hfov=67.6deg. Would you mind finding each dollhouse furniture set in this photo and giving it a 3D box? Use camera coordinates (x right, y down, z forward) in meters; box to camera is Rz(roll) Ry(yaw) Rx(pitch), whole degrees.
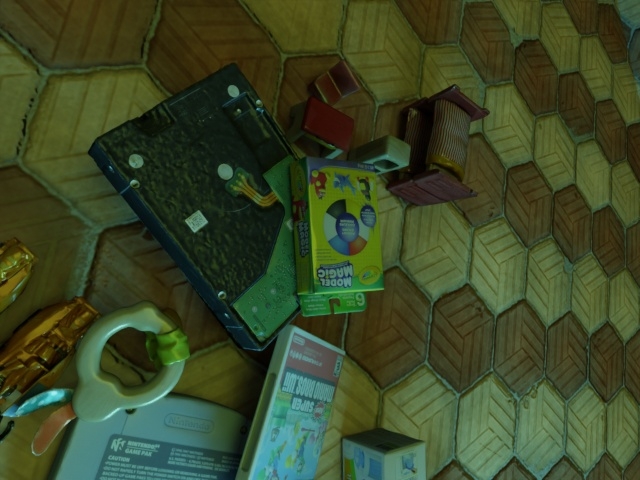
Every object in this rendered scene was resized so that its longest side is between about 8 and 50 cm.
[{"bbox_3d":[0.140,-0.223,0.918,0.374,0.152,0.201,20,73,-32],"label":"dollhouse furniture set"}]

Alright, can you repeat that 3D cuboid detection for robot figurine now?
[{"bbox_3d":[-0.408,0.143,0.527,0.211,0.085,0.291,50,60,-19],"label":"robot figurine"}]

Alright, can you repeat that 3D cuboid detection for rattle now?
[{"bbox_3d":[-0.272,0.162,0.614,0.199,0.143,0.130,-45,121,-12],"label":"rattle"}]

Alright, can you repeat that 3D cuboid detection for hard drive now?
[{"bbox_3d":[-0.116,-0.048,0.677,0.237,0.064,0.339,-44,107,-31],"label":"hard drive"}]

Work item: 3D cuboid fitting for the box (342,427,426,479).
[{"bbox_3d":[0.112,0.454,0.842,0.103,0.114,0.203,4,83,-37],"label":"box"}]

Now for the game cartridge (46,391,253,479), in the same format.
[{"bbox_3d":[-0.211,0.318,0.668,0.297,0.062,0.198,26,66,-30],"label":"game cartridge"}]

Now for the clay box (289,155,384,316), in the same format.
[{"bbox_3d":[0.026,-0.005,0.698,0.128,0.053,0.221,0,82,-34],"label":"clay box"}]

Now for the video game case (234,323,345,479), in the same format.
[{"bbox_3d":[-0.043,0.293,0.755,0.204,0.025,0.285,42,60,-55],"label":"video game case"}]

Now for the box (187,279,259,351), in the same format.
[{"bbox_3d":[-0.092,0.061,0.765,0.180,0.078,0.147,-43,107,-31],"label":"box"}]
